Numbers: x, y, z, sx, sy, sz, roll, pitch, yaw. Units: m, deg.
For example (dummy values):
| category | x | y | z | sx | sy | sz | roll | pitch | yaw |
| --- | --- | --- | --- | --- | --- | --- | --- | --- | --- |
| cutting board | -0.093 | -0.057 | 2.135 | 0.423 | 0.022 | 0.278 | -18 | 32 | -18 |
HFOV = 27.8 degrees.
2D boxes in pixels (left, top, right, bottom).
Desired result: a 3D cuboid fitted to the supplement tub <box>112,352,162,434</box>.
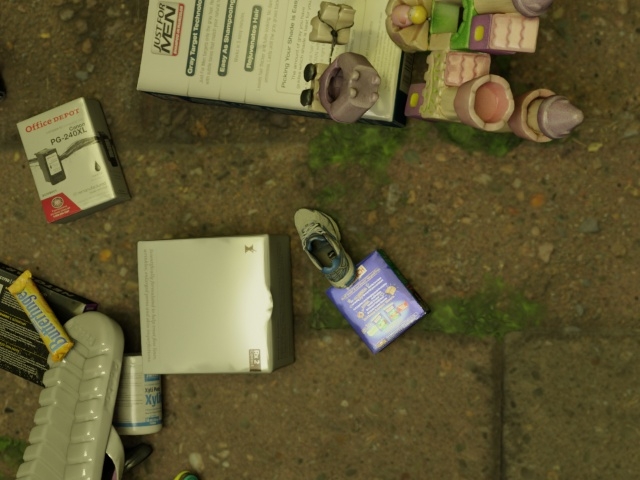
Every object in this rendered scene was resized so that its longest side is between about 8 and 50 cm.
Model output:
| category | x | y | z | sx | sy | sz | roll | pitch | yaw |
| --- | --- | --- | --- | --- | --- | --- | --- | --- | --- |
| supplement tub | -0.252 | 0.208 | 1.764 | 0.071 | 0.071 | 0.107 | -2 | 90 | 13 |

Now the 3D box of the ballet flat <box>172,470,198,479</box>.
| category | x | y | z | sx | sy | sz | roll | pitch | yaw |
| --- | --- | --- | --- | --- | --- | --- | --- | --- | --- |
| ballet flat | -0.216 | 0.424 | 1.757 | 0.077 | 0.077 | 0.231 | 5 | 93 | 30 |

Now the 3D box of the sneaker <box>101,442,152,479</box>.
| category | x | y | z | sx | sy | sz | roll | pitch | yaw |
| --- | --- | --- | --- | --- | --- | --- | --- | --- | --- |
| sneaker | -0.322 | 0.304 | 1.789 | 0.170 | 0.051 | 0.089 | -35 | 86 | 14 |

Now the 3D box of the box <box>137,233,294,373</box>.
| category | x | y | z | sx | sy | sz | roll | pitch | yaw |
| --- | --- | --- | --- | --- | --- | --- | --- | --- | --- |
| box | -0.136 | 0.083 | 1.712 | 0.182 | 0.119 | 0.180 | -2 | 89 | 13 |

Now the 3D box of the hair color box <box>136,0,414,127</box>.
| category | x | y | z | sx | sy | sz | roll | pitch | yaw |
| --- | --- | --- | --- | --- | --- | --- | --- | --- | --- |
| hair color box | -0.053 | -0.256 | 1.701 | 0.347 | 0.105 | 0.173 | 9 | 91 | 13 |

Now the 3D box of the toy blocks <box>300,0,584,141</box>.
| category | x | y | z | sx | sy | sz | roll | pitch | yaw |
| --- | --- | --- | --- | --- | --- | --- | --- | --- | --- |
| toy blocks | 0.183 | -0.264 | 1.505 | 0.309 | 0.260 | 0.288 | 6 | 92 | -28 |

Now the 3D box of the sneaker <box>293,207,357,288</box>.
| category | x | y | z | sx | sy | sz | roll | pitch | yaw |
| --- | --- | --- | --- | --- | --- | --- | --- | --- | --- |
| sneaker | 0.000 | 0.000 | 1.696 | 0.052 | 0.058 | 0.135 | -41 | 54 | 9 |

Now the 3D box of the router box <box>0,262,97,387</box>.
| category | x | y | z | sx | sy | sz | roll | pitch | yaw |
| --- | --- | --- | --- | --- | --- | --- | --- | --- | --- |
| router box | -0.419 | 0.118 | 1.816 | 0.179 | 0.046 | 0.133 | 22 | 94 | 12 |

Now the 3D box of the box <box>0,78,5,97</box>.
| category | x | y | z | sx | sy | sz | roll | pitch | yaw |
| --- | --- | --- | --- | --- | --- | --- | --- | --- | --- |
| box | -0.769 | -0.338 | 1.777 | 0.472 | 0.297 | 0.479 | -22 | 85 | 14 |

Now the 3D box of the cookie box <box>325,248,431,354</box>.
| category | x | y | z | sx | sy | sz | roll | pitch | yaw |
| --- | --- | --- | --- | --- | --- | --- | --- | --- | --- |
| cookie box | 0.076 | 0.080 | 1.703 | 0.092 | 0.040 | 0.107 | -39 | 82 | 10 |

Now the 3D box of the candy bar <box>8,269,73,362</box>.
| category | x | y | z | sx | sy | sz | roll | pitch | yaw |
| --- | --- | --- | --- | --- | --- | --- | --- | --- | --- |
| candy bar | -0.376 | 0.104 | 1.747 | 0.040 | 0.018 | 0.161 | -45 | 53 | 5 |

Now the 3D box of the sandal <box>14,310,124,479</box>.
| category | x | y | z | sx | sy | sz | roll | pitch | yaw |
| --- | --- | --- | --- | --- | --- | --- | --- | --- | --- |
| sandal | -0.317 | 0.304 | 1.705 | 0.169 | 0.102 | 0.416 | 5 | 78 | 45 |

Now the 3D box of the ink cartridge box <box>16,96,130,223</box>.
| category | x | y | z | sx | sy | sz | roll | pitch | yaw |
| --- | --- | --- | --- | --- | --- | --- | --- | --- | --- |
| ink cartridge box | -0.342 | -0.111 | 1.789 | 0.109 | 0.063 | 0.150 | -20 | 86 | 12 |
